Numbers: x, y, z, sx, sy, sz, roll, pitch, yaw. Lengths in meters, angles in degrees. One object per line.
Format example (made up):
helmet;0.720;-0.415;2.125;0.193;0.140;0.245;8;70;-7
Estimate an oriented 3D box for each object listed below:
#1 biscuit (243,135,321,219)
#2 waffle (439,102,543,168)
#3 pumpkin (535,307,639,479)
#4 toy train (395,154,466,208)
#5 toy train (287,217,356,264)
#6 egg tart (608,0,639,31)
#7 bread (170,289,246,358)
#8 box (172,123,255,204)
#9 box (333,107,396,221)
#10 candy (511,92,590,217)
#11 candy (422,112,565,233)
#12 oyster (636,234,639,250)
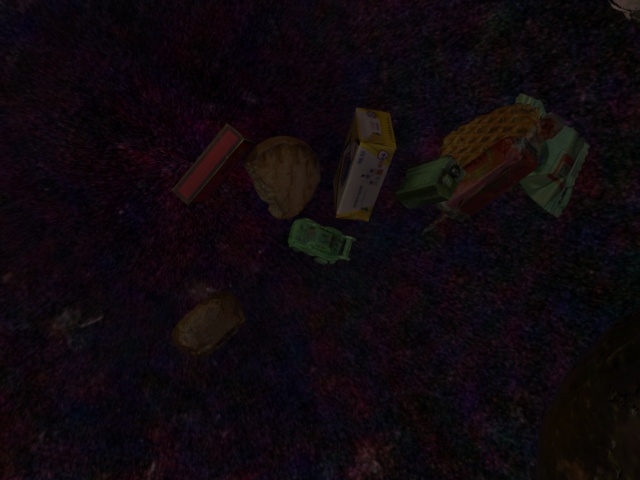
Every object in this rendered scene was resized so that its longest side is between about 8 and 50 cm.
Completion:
biscuit;-0.104;-0.199;1.801;0.213;0.091;0.274;-32;131;-13
waffle;0.367;-0.215;1.316;0.245;0.254;0.052;-24;118;26
pumpkin;0.444;0.266;0.603;0.344;0.455;0.454;-2;100;-54
toy train;0.140;-0.074;0.772;0.038;0.093;0.056;42;64;-22
toy train;0.000;0.000;1.462;0.149;0.081;0.099;24;72;-18
egg tart;0.484;-0.410;0.872;0.094;0.234;0.234;-19;101;-6
bread;-0.310;0.245;1.708;0.230;0.230;0.123;-42;78;-4
box;-0.294;-0.208;1.670;0.074;0.153;0.239;42;97;5
box;0.113;-0.201;1.615;0.097;0.168;0.265;8;135;-10
candy;0.675;-0.239;1.796;0.398;0.172;0.262;18;108;-42
candy;0.270;-0.102;0.973;0.292;0.059;0.086;-39;146;26
oyster;0.562;-0.097;0.744;0.107;0.201;0.354;44;127;21
